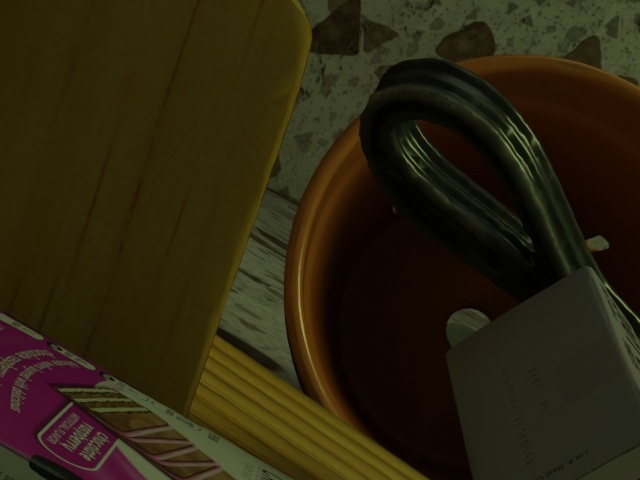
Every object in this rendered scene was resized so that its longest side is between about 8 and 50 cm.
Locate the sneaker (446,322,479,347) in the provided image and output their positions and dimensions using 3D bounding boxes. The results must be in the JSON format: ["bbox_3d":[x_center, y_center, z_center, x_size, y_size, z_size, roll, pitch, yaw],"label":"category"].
[{"bbox_3d":[0.238,0.165,1.527,0.169,0.108,0.292,23,7,-39],"label":"sneaker"}]

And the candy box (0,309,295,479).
[{"bbox_3d":[-0.035,0.110,0.512,0.233,0.071,0.159,31,4,-1],"label":"candy box"}]

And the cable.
[{"bbox_3d":[0.106,0.052,0.705,0.139,0.072,0.287,6,-39,37],"label":"cable"}]

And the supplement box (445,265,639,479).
[{"bbox_3d":[0.146,0.140,0.653,0.239,0.073,0.130,53,13,-22],"label":"supplement box"}]

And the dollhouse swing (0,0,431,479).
[{"bbox_3d":[0.000,0.000,0.793,0.305,0.315,0.347,19,4,-2],"label":"dollhouse swing"}]

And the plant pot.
[{"bbox_3d":[0.114,0.049,1.087,0.291,0.291,0.203,30,-12,1],"label":"plant pot"}]
